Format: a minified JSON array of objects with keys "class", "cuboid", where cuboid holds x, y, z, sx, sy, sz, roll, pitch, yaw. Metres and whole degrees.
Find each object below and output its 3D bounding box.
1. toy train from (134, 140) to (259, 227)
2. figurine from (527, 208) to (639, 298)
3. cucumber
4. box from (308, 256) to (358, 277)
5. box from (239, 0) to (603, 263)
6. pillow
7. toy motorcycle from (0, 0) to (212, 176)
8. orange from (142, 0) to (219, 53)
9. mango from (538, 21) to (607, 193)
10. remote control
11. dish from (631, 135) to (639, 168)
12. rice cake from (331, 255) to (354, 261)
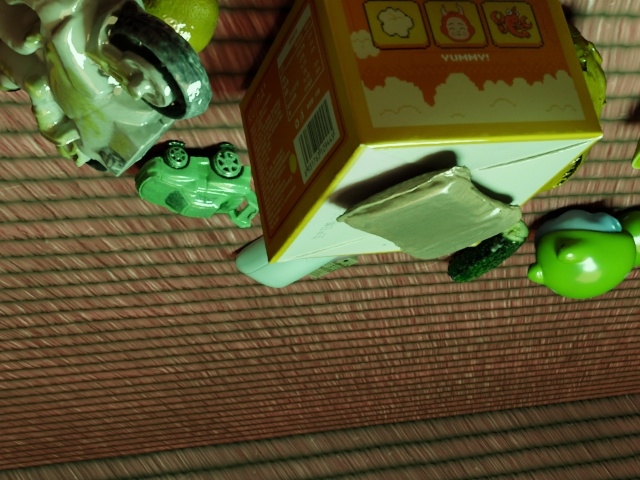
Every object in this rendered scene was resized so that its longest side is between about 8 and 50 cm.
[{"class":"toy train","cuboid":[-0.148,-0.064,1.404,0.149,0.081,0.099,1,157,-30]},{"class":"figurine","cuboid":[0.461,0.013,1.870,0.263,0.143,0.162,-11,168,-32]},{"class":"cucumber","cuboid":[0.278,0.018,1.886,0.058,0.058,0.187,-1,159,-25]},{"class":"box","cuboid":[0.011,0.033,1.829,0.083,0.024,0.053,-21,158,28]},{"class":"box","cuboid":[0.084,-0.128,1.170,0.260,0.213,0.283,-6,160,-23]},{"class":"pillow","cuboid":[0.111,-0.023,1.117,0.135,0.034,0.211,-24,159,21]},{"class":"toy motorcycle","cuboid":[-0.213,-0.161,0.985,0.108,0.223,0.341,-47,-170,-22]},{"class":"orange","cuboid":[-0.136,-0.207,1.025,0.085,0.085,0.095,-22,155,27]},{"class":"mango","cuboid":[0.243,-0.150,1.303,0.156,0.151,0.248,28,153,12]},{"class":"remote control","cuboid":[0.000,-0.001,1.677,0.103,0.051,0.293,26,138,-35]},{"class":"dish","cuboid":[0.496,-0.162,1.491,0.208,0.080,0.149,-21,154,27]},{"class":"rice cake","cuboid":[0.092,-0.003,1.758,0.207,0.036,0.047,-13,146,6]}]
